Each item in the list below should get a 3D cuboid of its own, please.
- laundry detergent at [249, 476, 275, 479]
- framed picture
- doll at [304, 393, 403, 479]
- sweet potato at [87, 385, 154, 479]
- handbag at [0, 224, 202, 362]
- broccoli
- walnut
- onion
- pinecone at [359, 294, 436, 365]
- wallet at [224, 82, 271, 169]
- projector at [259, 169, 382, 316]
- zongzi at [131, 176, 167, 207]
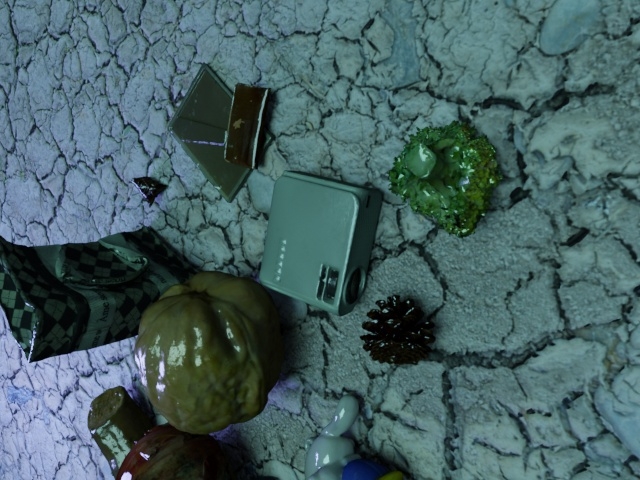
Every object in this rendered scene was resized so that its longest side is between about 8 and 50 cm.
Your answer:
[{"bbox_3d":[-0.123,0.673,1.142,0.097,0.061,0.206,-15,87,31],"label":"laundry detergent"},{"bbox_3d":[-0.247,-0.255,1.147,0.281,0.019,0.209,50,118,18],"label":"framed picture"},{"bbox_3d":[0.030,0.512,0.970,0.242,0.160,0.311,43,119,20],"label":"doll"},{"bbox_3d":[-0.526,0.584,1.347,0.158,0.158,0.369,-38,82,30],"label":"sweet potato"},{"bbox_3d":[-0.516,0.086,1.119,0.317,0.416,0.180,39,115,25],"label":"handbag"},{"bbox_3d":[0.188,-0.106,0.784,0.194,0.194,0.219,-30,73,31],"label":"broccoli"},{"bbox_3d":[-0.225,0.243,1.021,0.306,0.306,0.343,23,131,29],"label":"walnut"},{"bbox_3d":[-0.338,0.604,1.141,0.354,0.354,0.353,4,97,32],"label":"onion"},{"bbox_3d":[0.142,0.163,0.884,0.140,0.140,0.120,-25,49,32],"label":"pinecone"},{"bbox_3d":[-0.162,-0.252,1.065,0.095,0.026,0.176,17,107,23],"label":"wallet"},{"bbox_3d":[0.000,0.000,0.966,0.198,0.108,0.250,17,103,31],"label":"projector"},{"bbox_3d":[-0.451,-0.126,1.273,0.083,0.067,0.073,25,102,10],"label":"zongzi"}]
